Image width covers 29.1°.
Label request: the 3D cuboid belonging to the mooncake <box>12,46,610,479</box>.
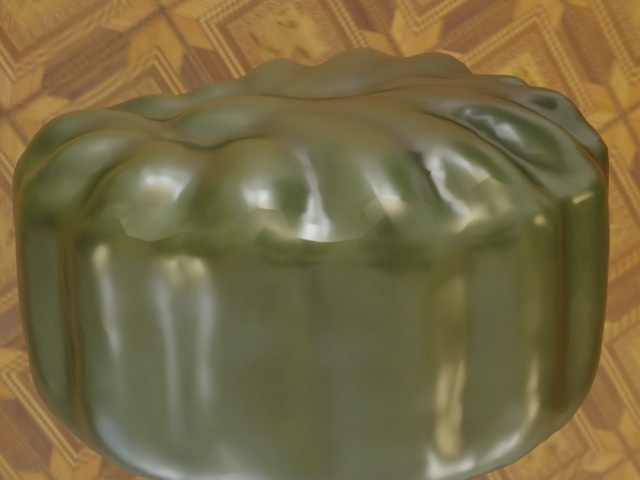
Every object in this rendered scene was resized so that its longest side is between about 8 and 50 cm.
[{"bbox_3d":[0.000,0.000,0.728,0.351,0.351,0.187,-4,112,-14],"label":"mooncake"}]
